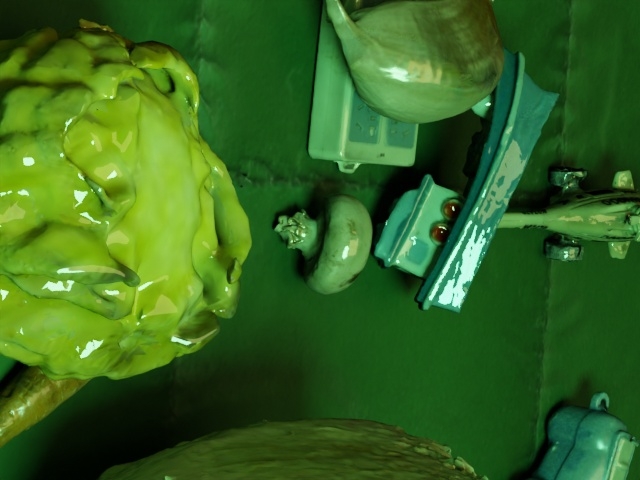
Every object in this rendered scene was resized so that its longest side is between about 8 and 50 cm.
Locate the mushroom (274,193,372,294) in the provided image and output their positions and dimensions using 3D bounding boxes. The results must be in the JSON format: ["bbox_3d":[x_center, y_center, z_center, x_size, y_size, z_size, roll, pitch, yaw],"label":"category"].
[{"bbox_3d":[0.000,0.000,1.625,0.079,0.085,0.085,14,85,-16],"label":"mushroom"}]

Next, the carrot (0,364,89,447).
[{"bbox_3d":[-0.194,0.101,1.426,0.191,0.047,0.047,-46,129,-33],"label":"carrot"}]

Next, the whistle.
[{"bbox_3d":[0.240,0.278,1.947,0.180,0.093,0.269,25,84,-49],"label":"whistle"}]

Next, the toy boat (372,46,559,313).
[{"bbox_3d":[0.122,-0.055,1.708,0.109,0.098,0.237,73,43,-87],"label":"toy boat"}]

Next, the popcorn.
[{"bbox_3d":[-0.165,-0.022,1.328,0.250,0.190,0.250,-5,97,-43],"label":"popcorn"}]

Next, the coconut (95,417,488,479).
[{"bbox_3d":[-0.059,0.321,1.387,0.405,0.405,0.404,-11,105,-49],"label":"coconut"}]

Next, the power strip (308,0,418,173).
[{"bbox_3d":[0.051,-0.237,1.657,0.106,0.043,0.367,1,96,-51],"label":"power strip"}]

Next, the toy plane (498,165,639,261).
[{"bbox_3d":[0.232,-0.021,1.874,0.286,0.108,0.092,0,98,-37],"label":"toy plane"}]

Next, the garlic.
[{"bbox_3d":[0.071,-0.159,1.610,0.198,0.090,0.128,-7,87,-43],"label":"garlic"}]
